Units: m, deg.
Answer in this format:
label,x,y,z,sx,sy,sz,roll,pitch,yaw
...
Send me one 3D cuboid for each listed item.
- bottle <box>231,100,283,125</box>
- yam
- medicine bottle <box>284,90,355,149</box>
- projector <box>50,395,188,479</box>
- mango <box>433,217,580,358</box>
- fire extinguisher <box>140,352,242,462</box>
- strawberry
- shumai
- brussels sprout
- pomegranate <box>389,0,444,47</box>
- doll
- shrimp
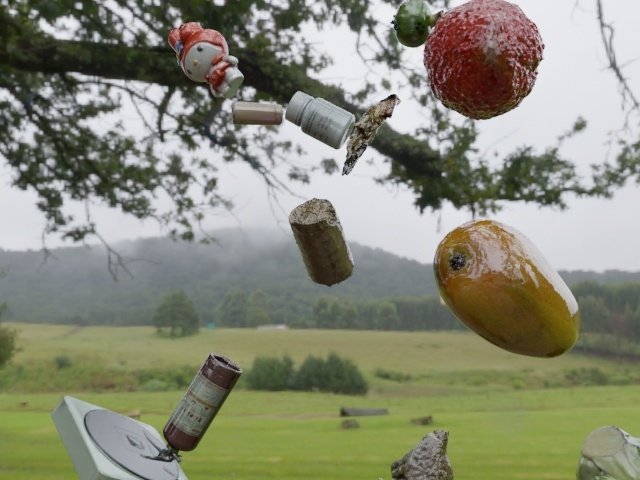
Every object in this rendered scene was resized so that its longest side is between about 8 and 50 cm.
label,x,y,z,sx,sy,sz,roll,pitch,yaw
bottle,-0.122,-0.243,1.326,0.097,0.045,0.045,1,-9,-13
yam,0.000,0.001,1.782,0.129,0.128,0.238,-31,-45,-9
medicine bottle,-0.002,-0.247,1.408,0.130,0.080,0.080,28,-4,8
projector,-0.400,0.442,1.394,0.257,0.079,0.259,37,-2,-42
mango,0.333,0.093,1.197,0.317,0.211,0.173,35,-59,-19
fire extinguisher,-0.241,0.310,1.250,0.099,0.231,0.071,33,0,10
strawberry,0.336,-0.377,1.420,0.258,0.257,0.277,-4,8,4
shumai,0.236,0.613,1.798,0.186,0.218,0.184,-5,0,30
brussels sprout,0.634,0.506,1.405,0.244,0.243,0.244,-3,-8,0
pomegranate,0.258,-0.560,1.769,0.162,0.122,0.122,-2,-6,25
doll,-0.335,-0.531,1.986,0.130,0.290,0.161,-22,-27,-49
shrimp,0.112,-0.270,1.671,0.066,0.262,0.117,35,-34,-11
